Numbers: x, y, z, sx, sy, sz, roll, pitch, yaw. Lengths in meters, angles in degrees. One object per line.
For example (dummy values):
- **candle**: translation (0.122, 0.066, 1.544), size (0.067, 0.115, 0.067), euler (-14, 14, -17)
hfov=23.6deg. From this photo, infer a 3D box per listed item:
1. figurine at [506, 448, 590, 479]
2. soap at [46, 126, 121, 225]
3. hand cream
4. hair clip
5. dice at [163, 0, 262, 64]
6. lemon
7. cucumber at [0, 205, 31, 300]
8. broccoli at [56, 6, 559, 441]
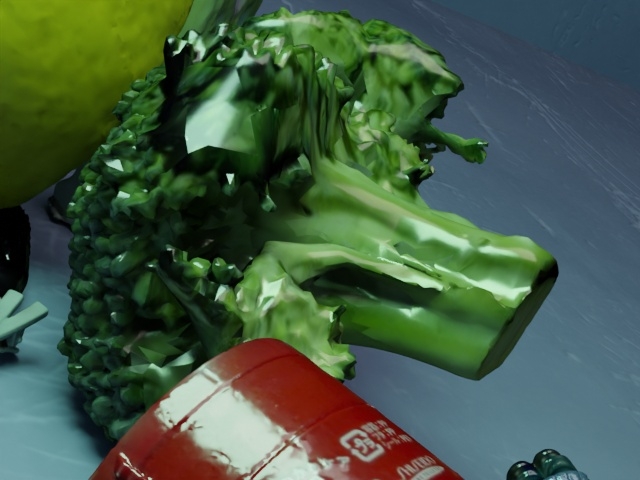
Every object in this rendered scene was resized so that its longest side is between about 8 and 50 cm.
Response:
- **figurine**: translation (0.188, 0.201, 1.077), size (0.086, 0.087, 0.149), euler (-18, 33, -12)
- **soap**: translation (-0.114, -0.049, 1.297), size (0.150, 0.094, 0.261), euler (26, 18, 9)
- **hand cream**: translation (-0.029, 0.153, 0.701), size (0.125, 0.193, 0.193), euler (38, 20, 21)
- **hair clip**: translation (-0.210, 0.071, 0.927), size (0.030, 0.039, 0.115), euler (24, 28, 14)
- **dice**: translation (-0.189, -0.324, 1.658), size (0.252, 0.254, 0.250), euler (29, 18, 5)
- **lemon**: translation (-0.279, -0.217, 1.052), size (0.364, 0.364, 0.364), euler (25, 18, -9)
- **cucumber**: translation (-0.217, 0.017, 1.039), size (0.043, 0.039, 0.163), euler (1, 23, -12)
- **broccoli**: translation (-0.025, -0.001, 0.997), size (0.338, 0.277, 0.317), euler (7, 22, -41)
